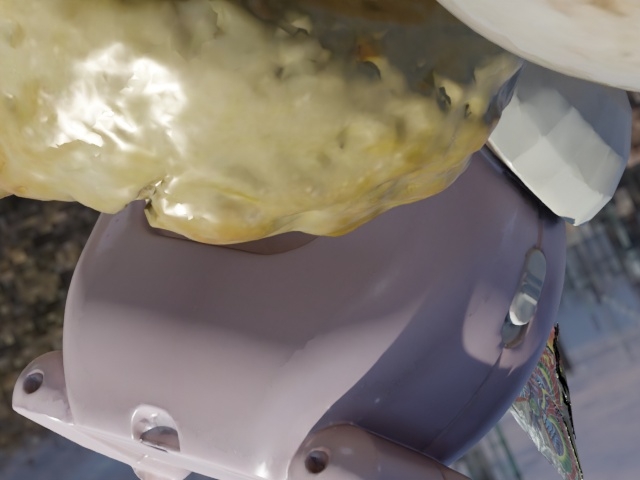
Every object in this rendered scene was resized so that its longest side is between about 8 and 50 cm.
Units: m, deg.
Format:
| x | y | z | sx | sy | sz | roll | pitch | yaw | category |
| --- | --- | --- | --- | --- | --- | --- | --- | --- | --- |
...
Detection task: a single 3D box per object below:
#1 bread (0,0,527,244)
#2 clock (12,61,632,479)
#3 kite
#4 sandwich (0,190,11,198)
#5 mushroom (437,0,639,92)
| x | y | z | sx | sy | sz | roll | pitch | yaw | category |
| --- | --- | --- | --- | --- | --- | --- | --- | --- | --- |
| -0.037 | -0.076 | 0.739 | 0.244 | 0.134 | 0.244 | 9 | -162 | -3 | bread |
| 0.000 | 0.000 | 1.170 | 0.342 | 0.325 | 0.184 | 13 | 163 | 34 | clock |
| 0.150 | 0.055 | 1.412 | 0.015 | 0.152 | 0.285 | -23 | 131 | -12 | kite |
| -0.236 | -0.119 | 0.879 | 0.198 | 0.227 | 0.155 | -19 | 138 | -4 | sandwich |
| 0.107 | -0.131 | 0.494 | 0.206 | 0.206 | 0.209 | -27 | -152 | 21 | mushroom |
